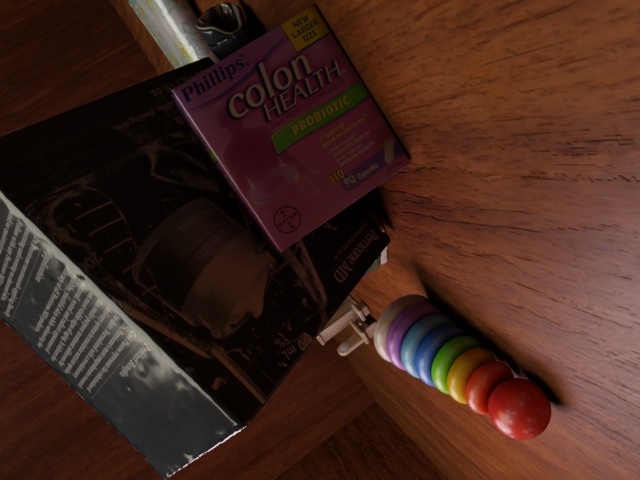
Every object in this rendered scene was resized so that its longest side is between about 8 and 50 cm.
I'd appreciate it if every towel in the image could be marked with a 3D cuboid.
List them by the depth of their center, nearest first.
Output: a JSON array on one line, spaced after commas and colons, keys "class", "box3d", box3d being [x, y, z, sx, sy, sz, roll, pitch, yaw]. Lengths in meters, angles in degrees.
[{"class": "towel", "box3d": [-0.352, -0.514, 1.417, 0.320, 0.090, 0.374, 56, 171, -23]}]

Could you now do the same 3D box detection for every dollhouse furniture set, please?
[{"class": "dollhouse furniture set", "box3d": [-0.012, 0.150, 1.730, 0.303, 0.174, 0.355, 42, 166, 52]}]

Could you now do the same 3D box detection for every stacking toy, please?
[{"class": "stacking toy", "box3d": [0.233, 0.216, 0.931, 0.330, 0.141, 0.141, 35, 158, 54]}]

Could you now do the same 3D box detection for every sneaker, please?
[{"class": "sneaker", "box3d": [-0.167, -0.350, 1.024, 0.163, 0.086, 0.226, 53, 167, -32]}, {"class": "sneaker", "box3d": [0.081, 0.015, 1.092, 0.064, 0.086, 0.192, 50, 169, 30]}]

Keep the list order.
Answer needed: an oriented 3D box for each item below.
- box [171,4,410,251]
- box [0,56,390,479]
[{"class": "box", "box3d": [-0.041, -0.143, 0.758, 0.242, 0.214, 0.117, 57, 171, -8]}, {"class": "box", "box3d": [-0.218, 0.017, 0.915, 0.472, 0.480, 0.297, 46, 132, -2]}]
